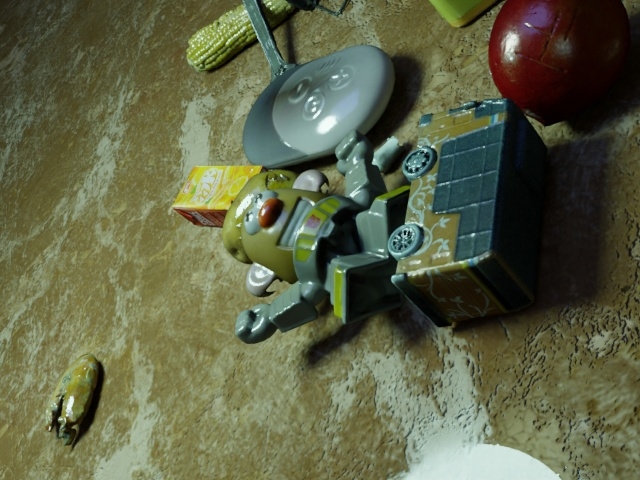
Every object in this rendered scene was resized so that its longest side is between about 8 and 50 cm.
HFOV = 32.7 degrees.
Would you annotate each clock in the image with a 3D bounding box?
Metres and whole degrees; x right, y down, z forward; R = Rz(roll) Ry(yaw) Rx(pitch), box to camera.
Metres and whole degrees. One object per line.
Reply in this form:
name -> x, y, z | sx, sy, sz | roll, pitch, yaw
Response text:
clock -> 0.234, -0.462, 1.810 | 0.143, 0.096, 0.202 | -33, 39, 20

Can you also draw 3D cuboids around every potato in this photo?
potato -> -0.084, -0.042, 1.754 | 0.176, 0.137, 0.137 | -32, 37, 7

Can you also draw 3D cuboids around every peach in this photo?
peach -> 0.313, -0.252, 1.461 | 0.197, 0.197, 0.197 | -30, 40, 28

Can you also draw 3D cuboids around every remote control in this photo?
remote control -> -0.009, -0.226, 1.861 | 0.332, 0.103, 0.221 | -13, 47, 44

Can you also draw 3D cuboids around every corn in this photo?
corn -> -0.170, -0.441, 2.261 | 0.288, 0.086, 0.086 | -28, 40, 27

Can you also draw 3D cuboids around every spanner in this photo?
spanner -> -0.100, -0.373, 2.111 | 0.093, 0.026, 0.325 | -39, 50, 22

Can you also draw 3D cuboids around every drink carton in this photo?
drink carton -> -0.162, -0.078, 1.927 | 0.223, 0.071, 0.096 | 3, 61, 51

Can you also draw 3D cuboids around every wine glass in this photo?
wine glass -> 0.096, -0.125, 1.709 | 0.039, 0.042, 0.083 | 40, 88, 18

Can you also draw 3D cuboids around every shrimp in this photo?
shrimp -> -0.443, 0.285, 1.938 | 0.132, 0.051, 0.187 | -43, 26, 32

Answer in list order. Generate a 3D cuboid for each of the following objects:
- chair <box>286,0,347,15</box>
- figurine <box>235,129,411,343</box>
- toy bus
chair -> -0.037, -0.536, 2.156 | 0.221, 0.140, 0.145 | 18, 83, 61
figurine -> 0.000, 0.002, 1.575 | 0.342, 0.167, 0.285 | -42, 36, -26
toy bus -> 0.199, -0.043, 1.420 | 0.167, 0.138, 0.275 | -14, 49, 33
